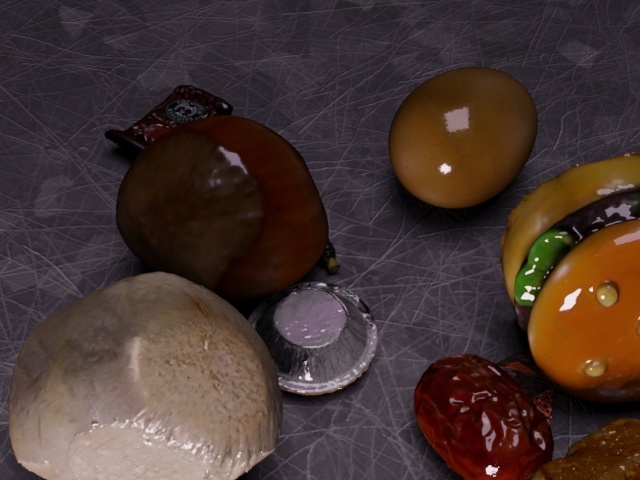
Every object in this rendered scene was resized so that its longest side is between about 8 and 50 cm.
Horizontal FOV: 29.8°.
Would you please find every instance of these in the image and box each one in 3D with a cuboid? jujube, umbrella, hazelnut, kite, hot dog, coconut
[{"bbox_3d":[0.258,0.291,1.912,0.174,0.174,0.250,-28,46,-23],"label":"jujube"},{"bbox_3d":[0.000,0.000,2.217,0.040,0.037,0.144,-15,51,-13],"label":"umbrella"},{"bbox_3d":[-0.162,-0.059,2.095,0.365,0.366,0.366,1,50,-1],"label":"hazelnut"},{"bbox_3d":[0.351,0.228,2.066,0.125,0.008,0.222,12,51,10],"label":"kite"},{"bbox_3d":[0.436,0.388,1.839,0.256,0.153,0.150,-24,26,-33],"label":"hot dog"},{"bbox_3d":[-0.263,0.245,1.814,0.415,0.415,0.345,20,55,14],"label":"coconut"}]

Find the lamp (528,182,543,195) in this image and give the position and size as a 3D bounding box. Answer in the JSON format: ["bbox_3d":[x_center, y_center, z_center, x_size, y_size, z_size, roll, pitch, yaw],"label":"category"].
[{"bbox_3d":[0.472,-0.023,2.199,0.121,0.121,0.214,-28,45,-23],"label":"lamp"}]

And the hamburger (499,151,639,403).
[{"bbox_3d":[0.484,0.080,1.946,0.395,0.396,0.277,-5,38,-6],"label":"hamburger"}]

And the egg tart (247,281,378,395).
[{"bbox_3d":[-0.017,0.157,2.053,0.234,0.094,0.234,0,52,0],"label":"egg tart"}]

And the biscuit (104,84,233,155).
[{"bbox_3d":[-0.292,-0.226,2.374,0.151,0.063,0.235,31,53,21],"label":"biscuit"}]

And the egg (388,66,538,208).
[{"bbox_3d":[0.271,-0.198,2.254,0.250,0.250,0.322,34,52,23],"label":"egg"}]
